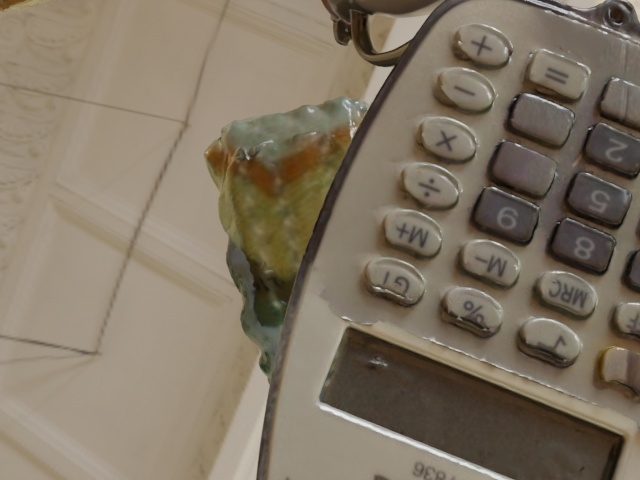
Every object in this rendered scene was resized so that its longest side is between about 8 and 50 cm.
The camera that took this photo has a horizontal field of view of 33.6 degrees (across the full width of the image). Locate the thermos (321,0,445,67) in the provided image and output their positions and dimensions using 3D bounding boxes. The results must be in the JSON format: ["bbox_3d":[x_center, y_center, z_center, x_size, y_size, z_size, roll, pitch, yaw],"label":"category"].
[{"bbox_3d":[0.070,-0.206,0.823,0.193,0.105,0.137,-10,-100,56],"label":"thermos"}]

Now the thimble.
[{"bbox_3d":[0.000,0.000,1.031,0.167,0.254,0.288,-13,-62,4],"label":"thimble"}]

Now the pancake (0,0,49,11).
[{"bbox_3d":[-0.162,-0.203,0.659,0.152,0.025,0.151,-9,-119,18],"label":"pancake"}]

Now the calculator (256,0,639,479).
[{"bbox_3d":[0.082,0.018,0.442,0.177,0.040,0.268,23,-96,-2],"label":"calculator"}]
